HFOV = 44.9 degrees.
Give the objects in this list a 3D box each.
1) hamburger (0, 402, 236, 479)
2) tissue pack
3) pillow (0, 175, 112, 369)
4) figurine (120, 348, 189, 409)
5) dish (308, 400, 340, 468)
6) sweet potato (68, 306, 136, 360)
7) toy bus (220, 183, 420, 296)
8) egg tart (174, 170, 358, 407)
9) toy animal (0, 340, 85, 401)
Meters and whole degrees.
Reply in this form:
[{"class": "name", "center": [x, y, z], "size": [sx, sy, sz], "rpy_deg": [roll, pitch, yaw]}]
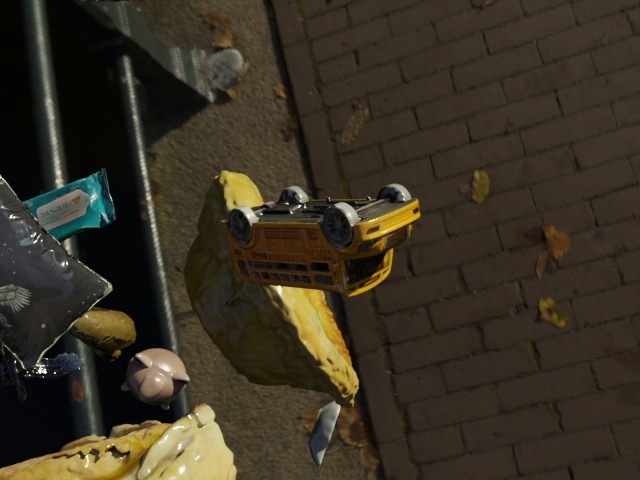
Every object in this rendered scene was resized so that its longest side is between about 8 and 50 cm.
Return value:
[{"class": "hamburger", "center": [-0.149, 0.190, 0.464], "size": [0.208, 0.155, 0.135], "rpy_deg": [-23, 84, 23]}, {"class": "tissue pack", "center": [-0.340, -0.035, 1.035], "size": [0.138, 0.028, 0.085], "rpy_deg": [-20, 71, 3]}, {"class": "pillow", "center": [-0.367, 0.033, 0.912], "size": [0.141, 0.055, 0.208], "rpy_deg": [-46, 104, -15]}, {"class": "figurine", "center": [-0.333, 0.278, 1.563], "size": [0.125, 0.138, 0.125], "rpy_deg": [10, 63, -20]}, {"class": "dish", "center": [0.003, 0.358, 1.456], "size": [0.039, 0.091, 0.137], "rpy_deg": [20, 87, 4]}, {"class": "sweet potato", "center": [-0.446, 0.185, 1.601], "size": [0.124, 0.310, 0.097], "rpy_deg": [2, 70, 6]}, {"class": "toy bus", "center": [0.000, 0.000, 0.591], "size": [0.162, 0.070, 0.074], "rpy_deg": [2, 109, 46]}, {"class": "egg tart", "center": [-0.067, 0.071, 0.885], "size": [0.128, 0.319, 0.318], "rpy_deg": [-30, 73, 0]}, {"class": "toy animal", "center": [-0.517, 0.219, 1.313], "size": [0.220, 0.062, 0.107], "rpy_deg": [-19, 98, -23]}]
